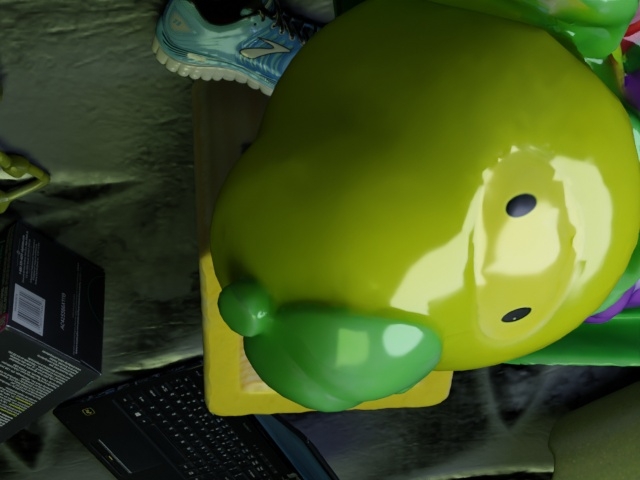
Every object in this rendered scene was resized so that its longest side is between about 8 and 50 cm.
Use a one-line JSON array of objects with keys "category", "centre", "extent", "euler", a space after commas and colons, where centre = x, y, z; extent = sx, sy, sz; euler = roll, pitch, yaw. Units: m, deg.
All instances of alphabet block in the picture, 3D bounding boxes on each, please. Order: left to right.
[{"category": "alphabet block", "centre": [0.000, 0.000, 1.003], "extent": [0.193, 0.197, 0.192], "euler": [-3, 137, -4]}]

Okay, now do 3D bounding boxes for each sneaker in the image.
[{"category": "sneaker", "centre": [-0.037, -0.148, 0.942], "extent": [0.162, 0.063, 0.073], "euler": [7, 132, -15]}]

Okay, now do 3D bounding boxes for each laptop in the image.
[{"category": "laptop", "centre": [-0.095, 0.239, 1.287], "extent": [0.264, 0.136, 0.234], "euler": [-19, 135, 12]}]

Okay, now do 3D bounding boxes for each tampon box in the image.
[{"category": "tampon box", "centre": [-0.276, 0.086, 1.113], "extent": [0.161, 0.120, 0.101], "euler": [-34, 131, 25]}]

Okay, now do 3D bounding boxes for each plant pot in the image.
[{"category": "plant pot", "centre": [0.373, 0.224, 1.271], "extent": [0.254, 0.276, 0.276], "euler": [-23, 136, 33]}]

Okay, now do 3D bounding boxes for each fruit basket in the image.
[{"category": "fruit basket", "centre": [0.110, -0.064, 0.621], "extent": [0.283, 0.392, 0.392], "euler": [-1, 138, 11]}]

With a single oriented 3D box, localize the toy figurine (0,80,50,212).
[{"category": "toy figurine", "centre": [-0.392, 0.021, 0.961], "extent": [0.362, 0.217, 0.191], "euler": [-14, 136, 9]}]
